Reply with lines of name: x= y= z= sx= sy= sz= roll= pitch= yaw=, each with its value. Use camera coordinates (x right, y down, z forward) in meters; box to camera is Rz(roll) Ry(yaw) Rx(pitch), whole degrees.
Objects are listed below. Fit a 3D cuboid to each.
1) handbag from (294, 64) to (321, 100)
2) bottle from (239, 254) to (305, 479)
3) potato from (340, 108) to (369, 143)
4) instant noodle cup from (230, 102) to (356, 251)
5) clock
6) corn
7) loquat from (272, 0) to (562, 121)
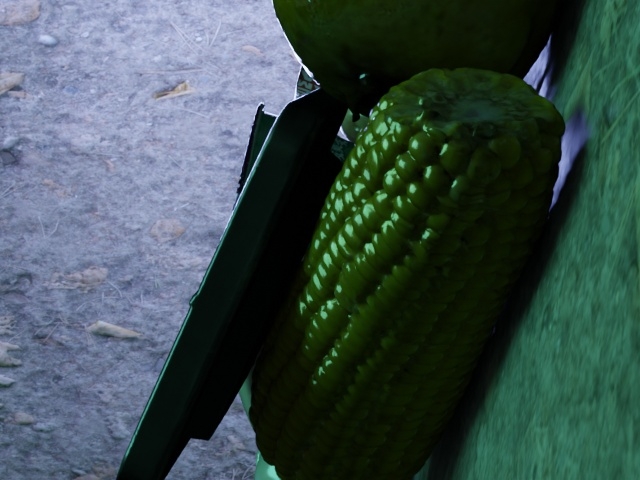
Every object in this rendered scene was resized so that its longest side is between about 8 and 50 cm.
handbag: x=0.058 y=-0.244 z=2.019 sx=0.298 sy=0.171 sz=0.151 roll=111 pitch=172 yaw=-59
bottle: x=0.002 y=0.139 z=1.314 sx=0.147 sy=0.147 sz=0.236 roll=111 pitch=157 yaw=-71
potato: x=0.078 y=-0.137 z=1.739 sx=0.147 sy=0.112 sz=0.112 roll=-117 pitch=41 yaw=-82
instant noodle cup: x=0.000 y=0.000 z=1.672 sx=0.251 sy=0.190 sz=0.251 roll=-167 pitch=90 yaw=-88
clock: x=-0.047 y=0.028 z=1.139 sx=0.279 sy=0.049 sz=0.273 roll=-58 pitch=-8 yaw=-80
corn: x=0.047 y=0.037 z=1.038 sx=0.387 sy=0.144 sz=0.144 roll=110 pitch=174 yaw=-45
loquat: x=0.061 y=-0.171 z=1.096 sx=0.213 sy=0.213 sz=0.213 roll=-166 pitch=90 yaw=-88
